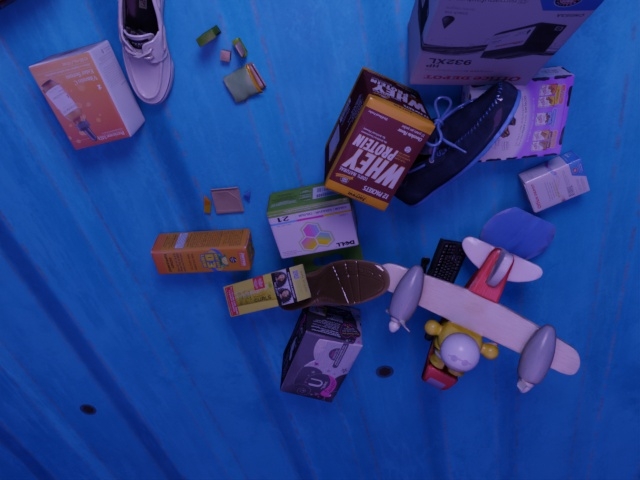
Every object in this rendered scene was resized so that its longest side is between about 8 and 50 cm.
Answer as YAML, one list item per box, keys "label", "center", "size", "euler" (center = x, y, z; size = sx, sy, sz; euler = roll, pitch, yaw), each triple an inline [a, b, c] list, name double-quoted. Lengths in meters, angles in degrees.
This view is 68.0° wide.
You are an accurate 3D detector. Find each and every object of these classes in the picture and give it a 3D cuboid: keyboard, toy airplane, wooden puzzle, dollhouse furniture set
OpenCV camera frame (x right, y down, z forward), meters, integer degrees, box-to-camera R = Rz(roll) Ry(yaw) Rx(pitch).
- label: "keyboard"
  center: [0.303, 0.075, 1.212]
  size: [0.108, 0.023, 0.180]
  euler: [9, 123, -5]
- label: "toy airplane"
  center: [0.354, 0.190, 1.111]
  size: [0.385, 0.272, 0.385]
  euler: [-18, 106, 30]
- label: "wooden puzzle"
  center: [-0.219, -0.095, 1.114]
  size: [0.116, 0.014, 0.079]
  euler: [1, 129, 1]
- label: "dollhouse furniture set"
  center: [-0.172, -0.336, 0.918]
  size: [0.076, 0.059, 0.152]
  euler: [-23, 121, 17]

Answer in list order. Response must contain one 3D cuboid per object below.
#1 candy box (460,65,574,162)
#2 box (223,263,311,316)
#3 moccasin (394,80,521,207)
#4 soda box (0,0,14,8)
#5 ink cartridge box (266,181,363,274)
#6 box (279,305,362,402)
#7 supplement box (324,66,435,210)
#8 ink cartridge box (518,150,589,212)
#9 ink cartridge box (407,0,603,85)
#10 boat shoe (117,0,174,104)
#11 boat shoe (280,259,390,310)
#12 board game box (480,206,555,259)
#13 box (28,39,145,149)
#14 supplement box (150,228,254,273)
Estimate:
- label: "candy box"
  center: [0.384, -0.251, 0.957]
  size: [0.196, 0.070, 0.165]
  euler: [-4, 125, 4]
- label: "box"
  center: [-0.136, 0.126, 1.175]
  size: [0.232, 0.058, 0.088]
  euler: [-16, 86, 36]
- label: "moccasin"
  center: [0.226, -0.177, 0.912]
  size: [0.116, 0.138, 0.342]
  euler: [33, 139, -8]
- label: "soda box"
  center: [-0.580, -0.454, 0.826]
  size: [0.263, 0.092, 0.084]
  euler: [-20, 121, 14]
- label: "ink cartridge box"
  center: [0.000, 0.000, 1.123]
  size: [0.188, 0.097, 0.256]
  euler: [-11, 123, 8]
- label: "box"
  center: [0.000, 0.305, 1.305]
  size: [0.163, 0.142, 0.248]
  euler: [17, 124, -9]
- label: "supplement box"
  center: [0.103, -0.200, 0.923]
  size: [0.128, 0.194, 0.191]
  euler: [20, 123, -13]
- label: "ink cartridge box"
  center: [0.513, -0.129, 1.049]
  size: [0.122, 0.052, 0.089]
  euler: [-25, 120, 16]
- label: "ink cartridge box"
  center: [0.270, -0.364, 0.734]
  size: [0.222, 0.307, 0.129]
  euler: [1, 83, 1]
- label: "boat shoe"
  center: [-0.326, -0.376, 0.876]
  size: [0.096, 0.088, 0.268]
  euler: [11, 124, -6]
- label: "boat shoe"
  center: [0.036, 0.112, 1.175]
  size: [0.302, 0.098, 0.109]
  euler: [-15, 83, 26]
- label: "board game box"
  center: [0.467, -0.020, 1.139]
  size: [0.168, 0.033, 0.133]
  euler: [23, 129, -11]
- label: "box"
  center: [-0.454, -0.286, 0.940]
  size: [0.129, 0.091, 0.171]
  euler: [-11, 123, 9]
- label: "supplement box"
  center: [-0.284, 0.027, 1.160]
  size: [0.233, 0.080, 0.078]
  euler: [-5, 127, 2]
